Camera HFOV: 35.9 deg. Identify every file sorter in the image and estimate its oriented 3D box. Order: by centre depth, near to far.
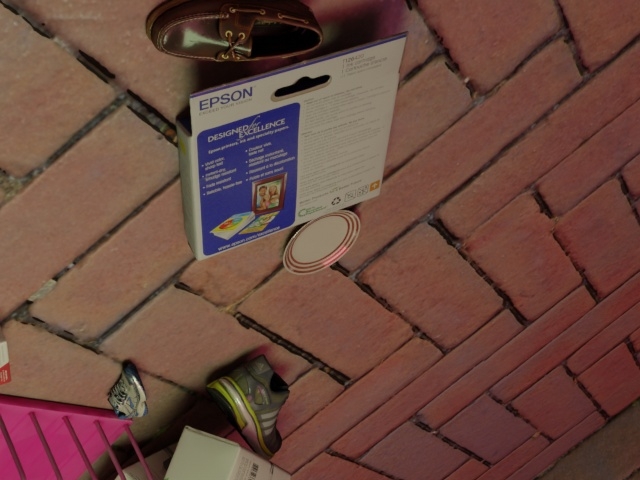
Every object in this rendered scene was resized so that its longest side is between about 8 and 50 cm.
[{"bbox_3d":[-0.426,0.386,1.530,0.202,0.182,0.290,-46,145,15],"label":"file sorter"}]

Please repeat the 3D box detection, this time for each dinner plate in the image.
[{"bbox_3d":[0.000,0.000,1.571,0.141,0.017,0.141,-23,145,-17],"label":"dinner plate"}]

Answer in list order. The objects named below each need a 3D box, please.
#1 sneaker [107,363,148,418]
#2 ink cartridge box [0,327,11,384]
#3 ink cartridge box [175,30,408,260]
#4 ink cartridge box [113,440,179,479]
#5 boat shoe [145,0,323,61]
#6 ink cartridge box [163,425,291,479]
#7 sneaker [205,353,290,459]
[{"bbox_3d":[-0.311,0.249,1.581,0.058,0.052,0.135,-17,143,-18],"label":"sneaker"},{"bbox_3d":[-0.487,0.163,1.309,0.135,0.056,0.099,-18,144,-26],"label":"ink cartridge box"},{"bbox_3d":[-0.042,-0.136,1.321,0.303,0.072,0.307,-20,142,-20],"label":"ink cartridge box"},{"bbox_3d":[-0.295,0.451,1.756,0.158,0.092,0.218,-51,162,24],"label":"ink cartridge box"},{"bbox_3d":[-0.093,-0.241,1.135,0.207,0.073,0.073,-14,143,-27],"label":"boat shoe"},{"bbox_3d":[-0.169,0.454,1.694,0.198,0.114,0.273,-69,156,-17],"label":"ink cartridge box"},{"bbox_3d":[-0.105,0.305,1.787,0.121,0.111,0.300,-38,153,-12],"label":"sneaker"}]
